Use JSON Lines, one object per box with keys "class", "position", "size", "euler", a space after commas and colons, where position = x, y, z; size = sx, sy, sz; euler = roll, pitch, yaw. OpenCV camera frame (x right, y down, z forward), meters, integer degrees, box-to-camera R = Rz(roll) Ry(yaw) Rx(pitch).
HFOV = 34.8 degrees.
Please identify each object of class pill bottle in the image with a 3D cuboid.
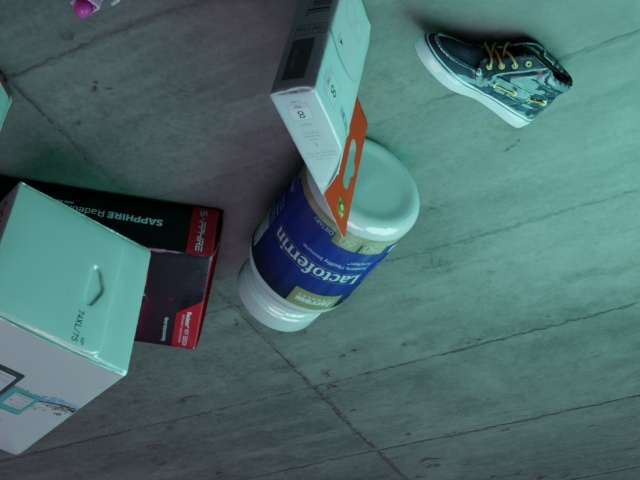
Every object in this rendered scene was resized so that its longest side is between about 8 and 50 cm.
{"class": "pill bottle", "position": [0.000, 0.000, 1.311], "size": [0.153, 0.153, 0.264], "euler": [19, 138, -18]}

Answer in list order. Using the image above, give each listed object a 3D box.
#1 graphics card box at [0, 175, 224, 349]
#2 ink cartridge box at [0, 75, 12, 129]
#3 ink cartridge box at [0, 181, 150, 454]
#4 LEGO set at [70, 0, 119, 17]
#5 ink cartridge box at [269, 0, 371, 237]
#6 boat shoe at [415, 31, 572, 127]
{"class": "graphics card box", "position": [-0.335, 0.032, 1.420], "size": [0.371, 0.094, 0.233], "euler": [10, 140, -7]}
{"class": "ink cartridge box", "position": [-0.586, -0.186, 1.120], "size": [0.385, 0.160, 0.279], "euler": [-5, 140, 10]}
{"class": "ink cartridge box", "position": [-0.377, 0.104, 1.283], "size": [0.197, 0.198, 0.270], "euler": [31, 131, -28]}
{"class": "LEGO set", "position": [-0.302, -0.321, 0.979], "size": [0.287, 0.107, 0.132], "euler": [32, 133, -30]}
{"class": "ink cartridge box", "position": [0.027, -0.146, 1.106], "size": [0.066, 0.189, 0.232], "euler": [-6, 140, 25]}
{"class": "boat shoe", "position": [0.194, -0.198, 1.135], "size": [0.183, 0.065, 0.083], "euler": [24, 134, -32]}
